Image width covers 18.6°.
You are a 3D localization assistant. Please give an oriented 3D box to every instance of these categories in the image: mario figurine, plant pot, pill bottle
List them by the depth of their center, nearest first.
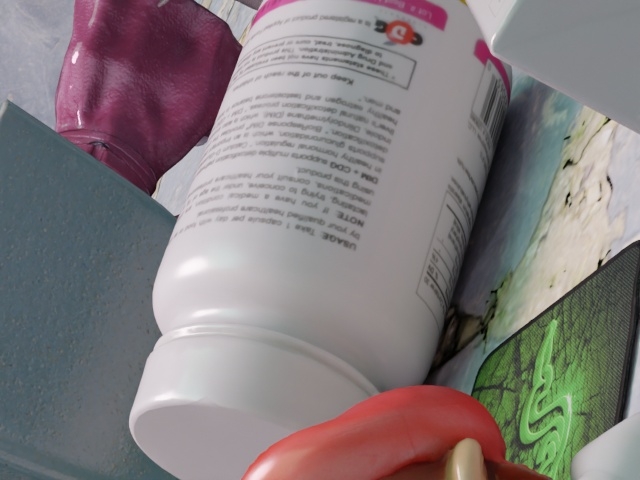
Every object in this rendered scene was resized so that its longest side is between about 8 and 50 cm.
[{"bbox_3d":[0.069,0.183,0.711,0.320,0.198,0.170,-98,-5,-53],"label":"mario figurine"},{"bbox_3d":[0.000,0.000,1.098,0.160,0.160,0.283,-39,28,57],"label":"pill bottle"},{"bbox_3d":[-0.191,0.096,1.401,0.248,0.252,0.247,-39,29,56],"label":"plant pot"}]

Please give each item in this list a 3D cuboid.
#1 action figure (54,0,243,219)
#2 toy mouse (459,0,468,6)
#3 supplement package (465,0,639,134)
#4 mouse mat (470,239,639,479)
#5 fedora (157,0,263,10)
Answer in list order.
[{"bbox_3d":[-0.212,-0.067,1.768,0.276,0.248,0.370,-35,29,62],"label":"action figure"},{"bbox_3d":[0.099,-0.194,1.352,0.143,0.031,0.161,-68,15,-17],"label":"toy mouse"},{"bbox_3d":[0.161,-0.154,0.790,0.177,0.175,0.293,-59,15,19],"label":"supplement package"},{"bbox_3d":[0.097,0.101,0.903,0.152,0.007,0.189,-45,24,49],"label":"mouse mat"},{"bbox_3d":[-0.013,-0.278,1.694,0.244,0.124,0.275,-41,18,50],"label":"fedora"}]
